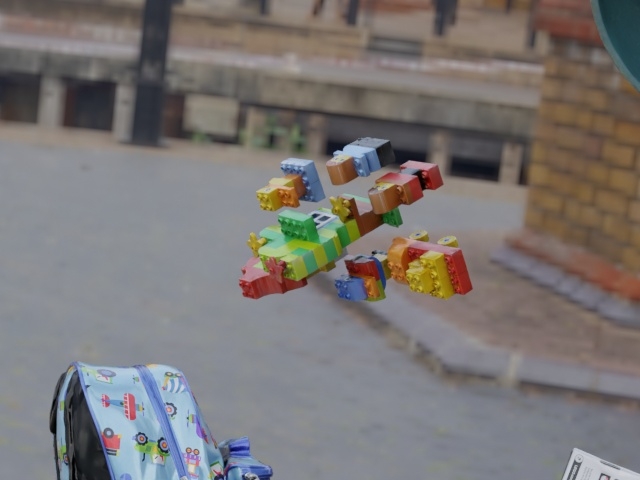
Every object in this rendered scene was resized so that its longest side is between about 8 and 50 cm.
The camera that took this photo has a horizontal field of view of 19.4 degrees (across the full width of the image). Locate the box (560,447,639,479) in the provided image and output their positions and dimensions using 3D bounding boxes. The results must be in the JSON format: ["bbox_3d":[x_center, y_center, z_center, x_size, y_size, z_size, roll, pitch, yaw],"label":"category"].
[{"bbox_3d":[0.192,0.262,1.309,0.114,0.207,0.036,22,-4,11],"label":"box"}]

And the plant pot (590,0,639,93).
[{"bbox_3d":[0.294,-0.216,1.048,0.290,0.290,0.195,6,50,-2],"label":"plant pot"}]

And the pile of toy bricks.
[{"bbox_3d":[0.000,0.000,1.318,0.105,0.118,0.212,-31,24,-30],"label":"pile of toy bricks"}]

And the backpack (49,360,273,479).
[{"bbox_3d":[-0.090,0.147,1.066,0.117,0.173,0.158,-14,-8,-14],"label":"backpack"}]
